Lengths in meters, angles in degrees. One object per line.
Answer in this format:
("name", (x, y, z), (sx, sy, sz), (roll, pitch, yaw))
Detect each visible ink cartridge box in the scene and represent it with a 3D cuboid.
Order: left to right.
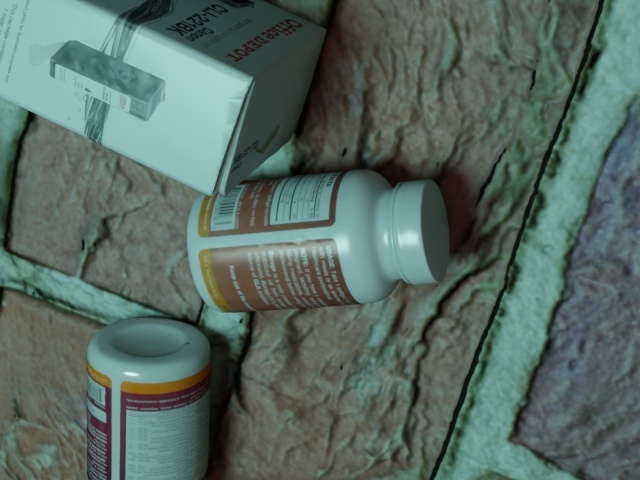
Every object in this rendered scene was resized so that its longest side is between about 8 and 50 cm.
("ink cartridge box", (-0.156, -0.165, 1.161), (0.273, 0.197, 0.114), (26, 116, 8))

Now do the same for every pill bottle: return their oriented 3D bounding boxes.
("pill bottle", (-0.172, 0.198, 1.347), (0.121, 0.121, 0.221), (10, 113, 15))
("pill bottle", (0.000, 0.000, 1.213), (0.216, 0.121, 0.121), (-4, 108, 20))
